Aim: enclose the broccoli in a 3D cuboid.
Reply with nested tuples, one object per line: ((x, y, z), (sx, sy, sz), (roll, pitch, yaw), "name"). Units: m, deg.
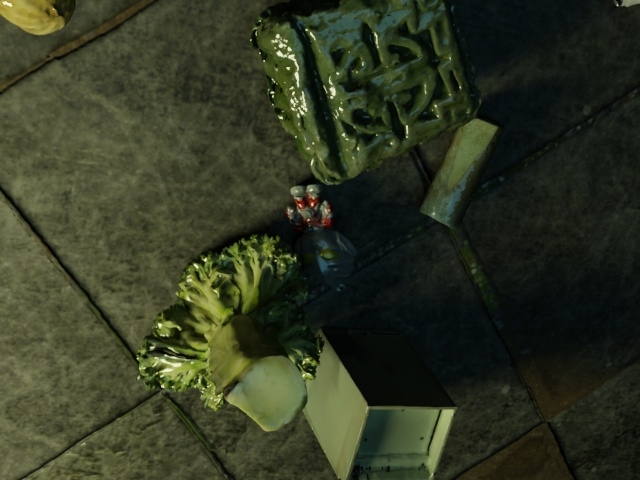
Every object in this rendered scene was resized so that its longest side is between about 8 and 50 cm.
((-0.079, 0.126, 1.212), (0.252, 0.361, 0.221), (-25, 105, -28), "broccoli")

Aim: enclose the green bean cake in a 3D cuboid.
((0.058, -0.220, 1.215), (0.255, 0.132, 0.241), (-24, 125, -8), "green bean cake")

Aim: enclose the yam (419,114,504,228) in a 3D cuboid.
((0.203, -0.099, 1.361), (0.068, 0.068, 0.169), (14, 111, -26), "yam")

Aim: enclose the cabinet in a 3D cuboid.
((0.080, 0.247, 1.412), (0.145, 0.206, 0.150), (5, 114, -23), "cabinet")

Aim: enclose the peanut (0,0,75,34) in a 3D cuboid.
((-0.343, -0.324, 1.022), (0.103, 0.098, 0.229), (-4, 133, 32), "peanut")

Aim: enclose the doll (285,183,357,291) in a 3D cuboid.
((0.000, 0.000, 1.340), (0.094, 0.079, 0.180), (-10, 116, 17), "doll")

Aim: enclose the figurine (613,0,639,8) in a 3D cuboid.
((0.520, -0.365, 1.324), (0.229, 0.112, 0.137), (-7, 111, -2), "figurine")
